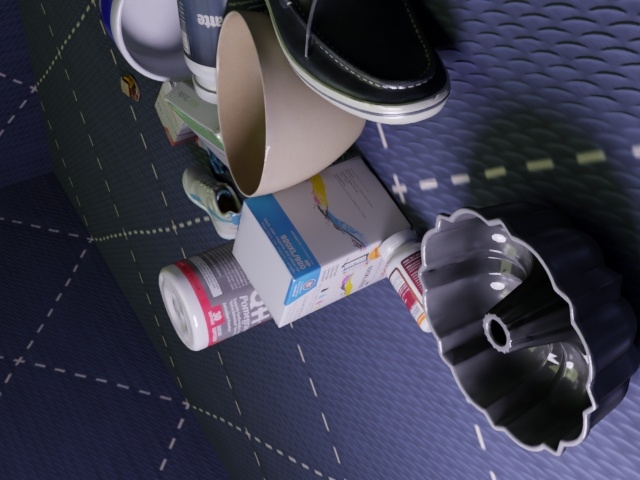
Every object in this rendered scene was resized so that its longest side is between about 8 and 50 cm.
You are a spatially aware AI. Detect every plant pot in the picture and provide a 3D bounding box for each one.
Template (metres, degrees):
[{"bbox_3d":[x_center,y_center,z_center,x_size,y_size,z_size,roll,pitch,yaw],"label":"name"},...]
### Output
[{"bbox_3d":[-0.037,-0.218,1.388,0.284,0.191,0.284,173,90,-71],"label":"plant pot"}]

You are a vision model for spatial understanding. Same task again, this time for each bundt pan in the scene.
[{"bbox_3d":[0.269,0.093,1.121,0.331,0.124,0.330,48,150,39],"label":"bundt pan"}]

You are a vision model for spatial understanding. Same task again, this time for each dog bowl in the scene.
[{"bbox_3d":[-0.274,-0.437,1.660,0.104,0.265,0.264,50,151,40],"label":"dog bowl"}]

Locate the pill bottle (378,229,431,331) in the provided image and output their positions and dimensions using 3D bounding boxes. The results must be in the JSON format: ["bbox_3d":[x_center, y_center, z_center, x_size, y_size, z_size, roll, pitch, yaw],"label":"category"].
[{"bbox_3d":[0.157,0.060,1.382,0.152,0.086,0.086,58,155,23],"label":"pill bottle"}]

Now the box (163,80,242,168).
[{"bbox_3d":[-0.139,-0.152,1.688,0.232,0.058,0.322,37,173,48],"label":"box"}]

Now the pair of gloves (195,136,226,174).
[{"bbox_3d":[-0.266,-0.257,2.104,0.159,0.023,0.198,46,149,42],"label":"pair of gloves"}]

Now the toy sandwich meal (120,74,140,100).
[{"bbox_3d":[-0.546,-0.437,2.545,0.085,0.029,0.085,47,149,40],"label":"toy sandwich meal"}]

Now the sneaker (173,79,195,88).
[{"bbox_3d":[-0.232,-0.297,1.874,0.321,0.125,0.180,-117,9,-64],"label":"sneaker"}]

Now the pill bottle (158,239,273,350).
[{"bbox_3d":[-0.140,0.080,1.745,0.176,0.319,0.176,48,150,39],"label":"pill bottle"}]

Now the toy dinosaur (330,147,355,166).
[{"bbox_3d":[0.033,-0.153,1.552,0.082,0.047,0.090,169,113,-75],"label":"toy dinosaur"}]

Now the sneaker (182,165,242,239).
[{"bbox_3d":[-0.253,-0.110,2.138,0.228,0.087,0.092,48,143,25],"label":"sneaker"}]

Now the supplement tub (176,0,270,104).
[{"bbox_3d":[-0.148,-0.389,1.521,0.191,0.191,0.272,44,147,44],"label":"supplement tub"}]

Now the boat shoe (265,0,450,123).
[{"bbox_3d":[0.014,-0.356,1.217,0.156,0.187,0.500,94,151,-56],"label":"boat shoe"}]

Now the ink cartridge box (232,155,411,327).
[{"bbox_3d":[0.000,0.000,1.484,0.168,0.233,0.171,56,154,22],"label":"ink cartridge box"}]

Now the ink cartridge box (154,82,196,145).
[{"bbox_3d":[-0.328,-0.309,2.081,0.115,0.067,0.198,67,160,3],"label":"ink cartridge box"}]
